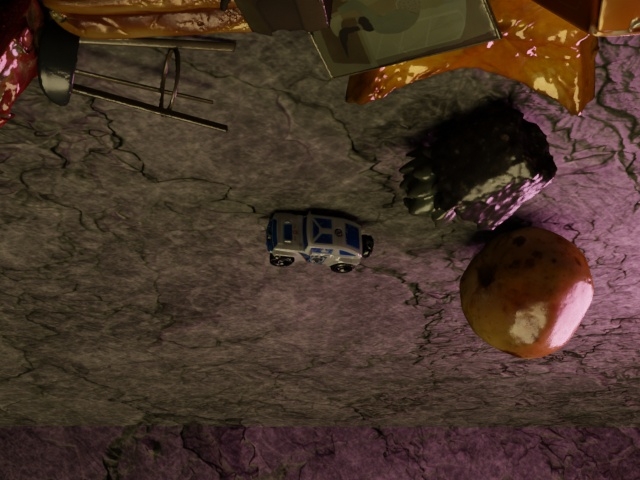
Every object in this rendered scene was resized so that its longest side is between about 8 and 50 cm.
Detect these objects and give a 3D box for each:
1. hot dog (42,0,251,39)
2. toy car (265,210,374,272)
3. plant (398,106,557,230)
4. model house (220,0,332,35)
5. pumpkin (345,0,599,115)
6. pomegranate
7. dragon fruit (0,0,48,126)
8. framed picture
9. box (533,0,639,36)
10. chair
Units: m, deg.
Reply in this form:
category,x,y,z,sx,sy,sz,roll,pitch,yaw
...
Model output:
category,x,y,z,sx,sy,sz,roll,pitch,yaw
hot dog,-0.155,-0.250,0.937,0.249,0.068,0.100,-1,168,4
toy car,0.000,0.000,1.464,0.170,0.080,0.070,7,153,-17
plant,0.206,-0.087,1.236,0.194,0.129,0.132,-26,146,36
model house,-0.041,-0.280,0.672,0.211,0.204,0.243,-3,169,8
pumpkin,0.181,-0.231,0.968,0.290,0.095,0.258,6,152,0
pomegranate,0.344,0.089,1.522,0.215,0.215,0.215,-1,155,-1
dragon fruit,-0.413,-0.143,1.002,0.262,0.211,0.134,-2,148,15
framed picture,0.066,-0.238,0.929,0.201,0.010,0.136,-6,127,35
box,0.259,-0.242,0.663,0.225,0.341,0.143,-1,111,-2
chair,-0.212,-0.184,1.052,0.221,0.104,0.095,8,172,-25
